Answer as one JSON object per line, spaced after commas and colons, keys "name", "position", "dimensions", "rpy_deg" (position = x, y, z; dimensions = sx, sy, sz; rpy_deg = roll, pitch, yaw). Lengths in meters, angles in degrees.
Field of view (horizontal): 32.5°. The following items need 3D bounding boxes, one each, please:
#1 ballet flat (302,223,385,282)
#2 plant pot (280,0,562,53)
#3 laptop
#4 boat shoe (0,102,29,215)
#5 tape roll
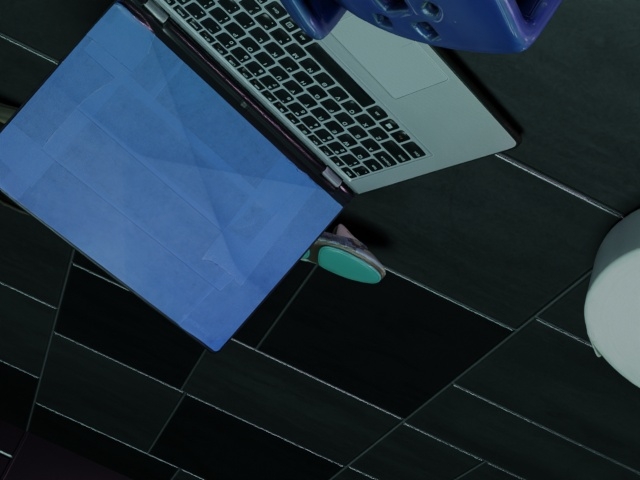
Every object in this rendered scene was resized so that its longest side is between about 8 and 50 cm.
{"name": "ballet flat", "position": [0.000, 0.000, 1.444], "dimensions": [0.188, 0.070, 0.070], "rpy_deg": [17, 149, 1]}
{"name": "plant pot", "position": [0.054, -0.277, 0.731], "dimensions": [0.212, 0.236, 0.236], "rpy_deg": [5, 142, 42]}
{"name": "laptop", "position": [-0.077, -0.096, 1.179], "dimensions": [0.408, 0.236, 0.382], "rpy_deg": [-15, 134, 45]}
{"name": "boat shoe", "position": [-0.506, -0.139, 1.486], "dimensions": [0.355, 0.130, 0.132], "rpy_deg": [20, 149, 4]}
{"name": "tape roll", "position": [0.498, 0.089, 1.247], "dimensions": [0.392, 0.072, 0.392], "rpy_deg": [16, 147, 11]}
